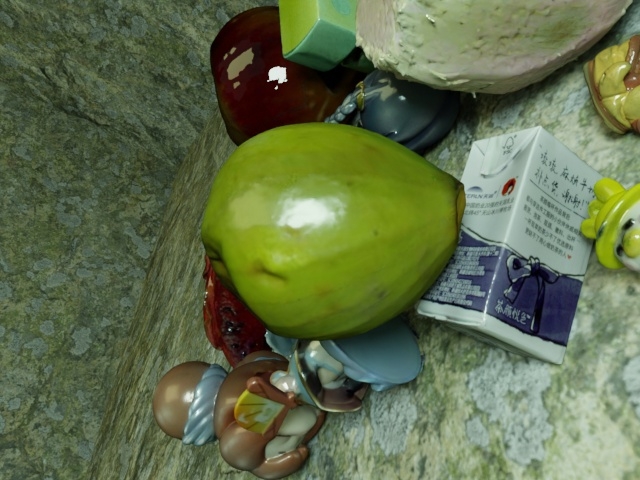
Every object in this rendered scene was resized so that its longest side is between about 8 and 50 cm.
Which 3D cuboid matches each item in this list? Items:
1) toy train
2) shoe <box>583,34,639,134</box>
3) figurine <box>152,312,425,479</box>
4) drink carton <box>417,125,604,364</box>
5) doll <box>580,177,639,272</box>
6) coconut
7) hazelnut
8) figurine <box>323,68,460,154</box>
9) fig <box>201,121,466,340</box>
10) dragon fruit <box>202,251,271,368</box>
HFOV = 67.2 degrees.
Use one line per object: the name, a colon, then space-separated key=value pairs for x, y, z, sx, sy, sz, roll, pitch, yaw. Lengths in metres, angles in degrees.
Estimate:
toy train: x=0.086 y=-0.431 z=0.922 sx=0.160 sy=0.397 sz=0.253 roll=-23 pitch=68 yaw=51
shoe: x=0.339 y=-0.173 z=0.535 sx=0.069 sy=0.072 sz=0.109 roll=-42 pitch=33 yaw=47
figurine: x=-0.061 y=0.217 z=0.752 sx=0.388 sy=0.277 sz=0.248 roll=-52 pitch=53 yaw=29
drink carton: x=0.217 y=0.004 z=0.534 sx=0.102 sy=0.134 sz=0.222 roll=1 pitch=68 yaw=64
doll: x=0.312 y=0.018 z=0.393 sx=0.099 sy=0.135 sz=0.241 roll=-32 pitch=32 yaw=0
coconut: x=0.243 y=-0.397 z=0.628 sx=0.404 sy=0.405 sz=0.404 roll=-42 pitch=34 yaw=37
hazelnut: x=-0.084 y=-0.370 z=1.188 sx=0.402 sy=0.402 sz=0.429 roll=-60 pitch=24 yaw=9
figurine: x=0.123 y=-0.204 z=0.869 sx=0.265 sy=0.197 sz=0.175 roll=-47 pitch=67 yaw=26
fig: x=0.017 y=-0.015 z=0.513 sx=0.271 sy=0.239 sz=0.239 roll=-16 pitch=49 yaw=26
dragon fruit: x=-0.223 y=0.121 z=1.141 sx=0.286 sy=0.228 sz=0.329 roll=-63 pitch=28 yaw=6
